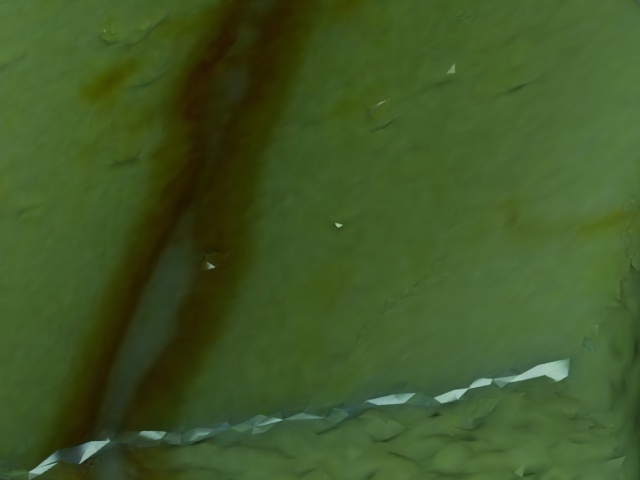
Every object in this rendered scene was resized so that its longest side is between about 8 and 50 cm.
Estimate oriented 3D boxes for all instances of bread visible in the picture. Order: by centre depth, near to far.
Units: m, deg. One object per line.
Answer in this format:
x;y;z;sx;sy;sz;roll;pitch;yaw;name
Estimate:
0.000;0.000;0.727;0.346;0.242;0.405;2;56;23;bread

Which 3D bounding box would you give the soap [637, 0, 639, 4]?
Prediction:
0.104;-0.173;0.623;0.121;0.064;0.183;-33;53;1;soap
